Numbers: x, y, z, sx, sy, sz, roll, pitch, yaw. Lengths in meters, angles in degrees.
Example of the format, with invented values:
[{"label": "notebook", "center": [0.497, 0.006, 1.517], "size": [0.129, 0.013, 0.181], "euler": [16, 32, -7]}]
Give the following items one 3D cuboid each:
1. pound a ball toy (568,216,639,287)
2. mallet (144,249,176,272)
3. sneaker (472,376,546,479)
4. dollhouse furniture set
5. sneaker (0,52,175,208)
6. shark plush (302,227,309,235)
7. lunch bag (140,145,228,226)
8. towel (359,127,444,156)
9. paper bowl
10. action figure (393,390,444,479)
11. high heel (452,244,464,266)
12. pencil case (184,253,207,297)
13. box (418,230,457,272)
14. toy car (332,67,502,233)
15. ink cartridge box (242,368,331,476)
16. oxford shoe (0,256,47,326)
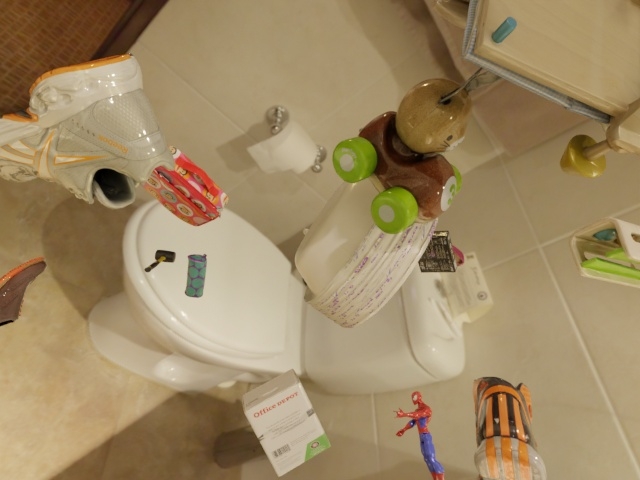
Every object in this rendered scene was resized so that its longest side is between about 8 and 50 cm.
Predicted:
[{"label": "pound a ball toy", "center": [0.802, 0.011, 0.983], "size": [0.318, 0.208, 0.136], "euler": [10, 62, -22]}, {"label": "mallet", "center": [-0.491, 0.067, 1.261], "size": [0.062, 0.039, 0.190], "euler": [6, 11, -12]}, {"label": "sneaker", "center": [0.325, 0.356, 0.695], "size": [0.180, 0.124, 0.322], "euler": [-65, 148, -48]}, {"label": "dollhouse furniture set", "center": [0.171, -0.226, 0.428], "size": [0.286, 0.198, 0.304], "euler": [16, 73, -11]}, {"label": "sneaker", "center": [-0.251, -0.079, 0.412], "size": [0.099, 0.262, 0.121], "euler": [-44, 117, -47]}, {"label": "shark plush", "center": [0.000, 0.000, 1.584], "size": [0.161, 0.067, 0.073], "euler": [26, 85, -40]}, {"label": "lunch bag", "center": [-0.467, -0.186, 1.416], "size": [0.293, 0.258, 0.120], "euler": [44, 54, -29]}, {"label": "towel", "center": [0.303, -0.277, 1.452], "size": [0.370, 0.271, 0.040], "euler": [62, 26, -50]}, {"label": "paper bowl", "center": [0.062, -0.002, 0.720], "size": [0.148, 0.284, 0.284], "euler": [33, 35, -7]}, {"label": "action figure", "center": [0.278, 0.596, 1.205], "size": [0.138, 0.091, 0.281], "euler": [0, 65, -9]}, {"label": "high heel", "center": [0.380, 0.012, 1.404], "size": [0.244, 0.082, 0.117], "euler": [36, 8, -1]}, {"label": "pencil case", "center": [-0.426, 0.120, 1.395], "size": [0.064, 0.152, 0.070], "euler": [-6, 29, -39]}, {"label": "box", "center": [0.210, 0.022, 0.754], "size": [0.018, 0.067, 0.083], "euler": [-54, 130, -44]}, {"label": "toy car", "center": [0.135, -0.122, 0.471], "size": [0.155, 0.188, 0.149], "euler": [-29, 78, -43]}, {"label": "ink cartridge box", "center": [-0.092, 0.481, 1.089], "size": [0.220, 0.160, 0.092], "euler": [68, -11, -14]}, {"label": "oxford shoe", "center": [-0.784, 0.153, 1.023], "size": [0.098, 0.096, 0.272], "euler": [45, 46, -17]}]
